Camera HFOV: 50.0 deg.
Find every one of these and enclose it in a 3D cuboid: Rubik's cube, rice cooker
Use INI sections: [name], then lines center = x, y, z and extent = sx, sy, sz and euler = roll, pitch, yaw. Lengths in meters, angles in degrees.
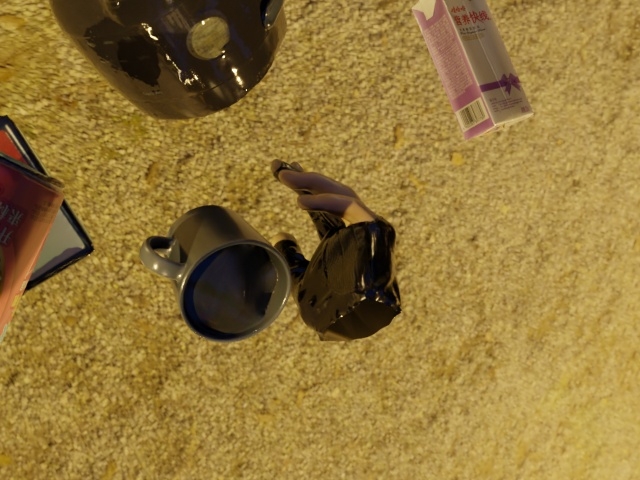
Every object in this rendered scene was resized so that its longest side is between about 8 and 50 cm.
[Rubik's cube]
center = -0.387, -0.021, 0.798
extent = 0.180, 0.167, 0.183
euler = -31, 104, -15
[rice cooker]
center = -0.180, -0.297, 0.830
extent = 0.267, 0.267, 0.224
euler = -49, 136, -14

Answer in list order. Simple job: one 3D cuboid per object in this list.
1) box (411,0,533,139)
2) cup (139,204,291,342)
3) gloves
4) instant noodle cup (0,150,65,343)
[box]
center = 0.117, -0.140, 0.531
extent = 0.050, 0.036, 0.117
euler = -18, 85, -33
[cup]
center = -0.080, 0.016, 0.479
extent = 0.100, 0.077, 0.078
euler = 20, 104, -33
[gloves]
center = 0.007, 0.004, 0.995
extent = 0.152, 0.301, 0.197
euler = -6, 151, -49
[instant noodle cup]
center = -0.348, 0.025, 0.576
extent = 0.244, 0.244, 0.255
euler = 33, 83, -38
